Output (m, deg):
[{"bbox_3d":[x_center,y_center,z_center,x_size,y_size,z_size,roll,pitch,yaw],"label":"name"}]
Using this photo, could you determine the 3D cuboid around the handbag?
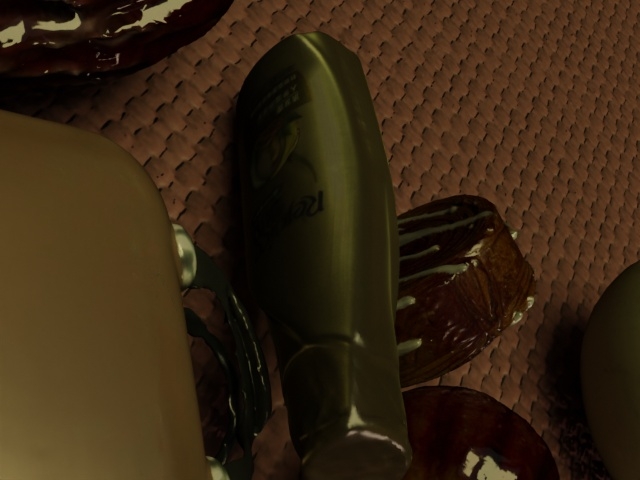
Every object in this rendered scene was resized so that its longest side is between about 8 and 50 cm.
[{"bbox_3d":[-0.151,0.084,0.466,0.283,0.149,0.302,2,64,-35],"label":"handbag"}]

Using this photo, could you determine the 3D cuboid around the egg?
[{"bbox_3d":[0.341,0.138,0.768,0.219,0.219,0.269,-23,82,-43],"label":"egg"}]

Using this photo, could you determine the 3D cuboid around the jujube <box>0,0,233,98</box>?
[{"bbox_3d":[-0.202,-0.206,0.521,0.376,0.258,0.258,-23,83,-49],"label":"jujube"}]

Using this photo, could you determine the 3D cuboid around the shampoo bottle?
[{"bbox_3d":[0.000,0.000,0.589,0.084,0.125,0.350,23,39,-29],"label":"shampoo bottle"}]

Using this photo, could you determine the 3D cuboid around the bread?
[{"bbox_3d":[0.073,0.034,0.653,0.073,0.160,0.160,56,45,-21],"label":"bread"}]

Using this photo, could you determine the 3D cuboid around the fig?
[{"bbox_3d":[0.099,0.164,0.609,0.202,0.149,0.148,-30,129,-30],"label":"fig"}]
